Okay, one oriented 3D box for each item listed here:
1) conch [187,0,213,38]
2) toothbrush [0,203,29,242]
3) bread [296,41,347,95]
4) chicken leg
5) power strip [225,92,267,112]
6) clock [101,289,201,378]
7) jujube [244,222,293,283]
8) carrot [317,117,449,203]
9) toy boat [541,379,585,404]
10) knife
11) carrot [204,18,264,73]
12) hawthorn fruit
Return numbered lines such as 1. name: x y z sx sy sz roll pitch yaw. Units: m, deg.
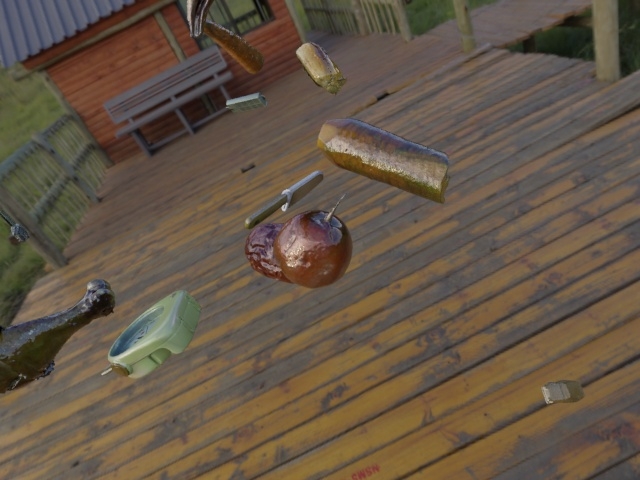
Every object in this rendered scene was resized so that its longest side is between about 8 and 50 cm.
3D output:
1. conch: -0.239 -0.540 0.889 0.086 0.232 0.080 0 31 11
2. toothbrush: -0.708 -0.087 0.933 0.026 0.294 0.028 -16 53 -6
3. bread: 0.002 -0.322 0.823 0.053 0.072 0.105 -48 58 29
4. chicken leg: -0.641 0.240 1.007 0.361 0.211 0.140 -21 58 -29
5. power strip: -0.223 -0.404 1.310 0.136 0.051 0.019 -5 72 24
6. clock: -0.580 0.337 1.508 0.349 0.117 0.286 -34 22 10
7. jujube: -0.112 0.033 1.272 0.174 0.174 0.251 -42 30 -22
8. carrot: 0.136 -0.176 0.932 0.302 0.114 0.114 25 56 25
9. toy boat: 0.624 0.396 1.152 0.077 0.201 0.057 -28 59 35
10. knife: -0.055 -0.073 0.748 0.022 0.046 0.256 29 36 14
11. carrot: -0.226 -0.489 1.093 0.061 0.210 0.061 -6 79 30
12. hawthorn fruit: -0.015 0.008 0.802 0.149 0.189 0.149 -1 62 2
